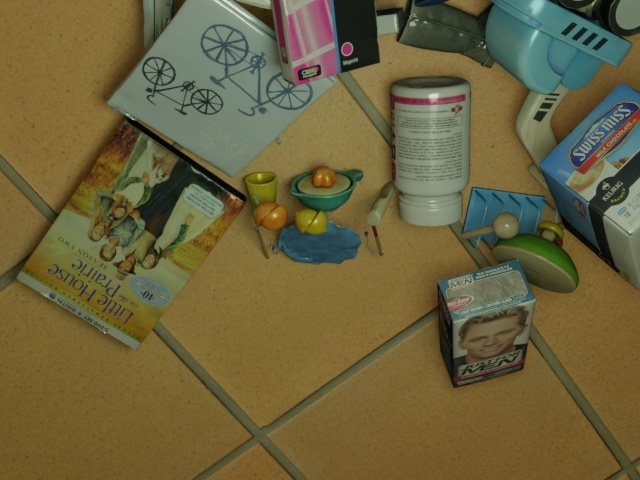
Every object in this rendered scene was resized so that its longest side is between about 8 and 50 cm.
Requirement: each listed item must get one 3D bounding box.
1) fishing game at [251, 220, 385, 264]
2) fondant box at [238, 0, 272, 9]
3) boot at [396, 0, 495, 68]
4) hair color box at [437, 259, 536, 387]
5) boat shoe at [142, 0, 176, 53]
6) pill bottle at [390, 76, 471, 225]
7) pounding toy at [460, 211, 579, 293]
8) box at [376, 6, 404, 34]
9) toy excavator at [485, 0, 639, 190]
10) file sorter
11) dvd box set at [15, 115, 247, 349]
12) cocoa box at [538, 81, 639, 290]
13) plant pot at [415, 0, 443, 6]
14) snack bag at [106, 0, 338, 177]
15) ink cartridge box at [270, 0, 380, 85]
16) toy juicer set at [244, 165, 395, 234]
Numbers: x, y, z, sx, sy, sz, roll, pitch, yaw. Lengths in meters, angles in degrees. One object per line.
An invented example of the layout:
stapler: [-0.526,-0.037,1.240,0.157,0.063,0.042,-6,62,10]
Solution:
fishing game: [0.000,0.000,1.725,0.264,0.041,0.189,-3,150,12]
fondant box: [-0.083,-0.591,1.438,0.096,0.238,0.330,13,108,-7]
boot: [0.277,-0.454,1.619,0.208,0.076,0.190,20,105,-5]
hair color box: [0.350,0.189,1.738,0.173,0.105,0.347,-16,147,0]
boat shoe: [-0.301,-0.404,1.568,0.075,0.083,0.226,-3,109,-3]
pill bottle: [0.225,-0.183,1.657,0.160,0.160,0.283,-4,110,-4]
pounding toy: [0.434,0.002,1.648,0.236,0.183,0.110,33,77,-11]
box: [0.062,-0.411,1.546,0.186,0.145,0.038,-5,109,13]
toy excavator: [0.446,-0.336,1.573,0.432,0.222,0.445,14,120,-31]
file sorter: [0.410,-0.037,1.757,0.170,0.104,0.118,7,109,-7]
dvd box set: [-0.400,-0.008,1.715,0.307,0.062,0.420,35,103,-16]
cocoa box: [0.613,-0.095,1.595,0.231,0.228,0.347,-45,148,3]
plant pot: [0.199,-0.561,1.461,0.212,0.236,0.236,26,88,-21]
snack bag: [-0.193,-0.289,1.568,0.323,0.037,0.342,30,129,-27]
ink cartridge box: [-0.002,-0.460,1.357,0.175,0.069,0.371,-20,119,-20]
toy juicer set: [0.012,-0.093,1.644,0.328,0.209,0.090,-4,118,-3]
